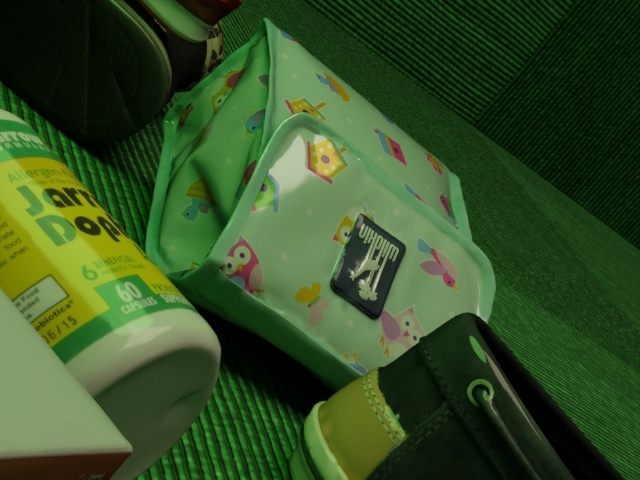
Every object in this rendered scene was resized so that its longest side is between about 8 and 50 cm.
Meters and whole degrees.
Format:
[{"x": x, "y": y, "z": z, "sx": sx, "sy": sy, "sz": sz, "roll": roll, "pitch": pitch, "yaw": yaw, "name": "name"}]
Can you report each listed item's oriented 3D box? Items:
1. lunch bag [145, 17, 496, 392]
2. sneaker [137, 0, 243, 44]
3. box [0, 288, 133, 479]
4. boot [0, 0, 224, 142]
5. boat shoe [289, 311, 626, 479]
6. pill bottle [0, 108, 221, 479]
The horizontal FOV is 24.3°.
[{"x": 0.000, "y": 0.000, "z": 1.051, "sx": 0.223, "sy": 0.160, "sz": 0.262, "roll": 38, "pitch": 25, "yaw": -25, "name": "lunch bag"}, {"x": -0.122, "y": -0.255, "z": 1.081, "sx": 0.221, "sy": 0.128, "sz": 0.087, "roll": 40, "pitch": 21, "yaw": -34, "name": "sneaker"}, {"x": -0.161, "y": 0.075, "z": 0.421, "sx": 0.091, "sy": 0.130, "sz": 0.170, "roll": 45, "pitch": 15, "yaw": 23, "name": "box"}, {"x": -0.234, "y": -0.245, "z": 1.223, "sx": 0.377, "sy": 0.138, "sz": 0.284, "roll": 45, "pitch": 15, "yaw": 1, "name": "boot"}, {"x": 0.212, "y": 0.227, "z": 0.907, "sx": 0.500, "sy": 0.156, "sz": 0.187, "roll": 39, "pitch": 12, "yaw": -11, "name": "boat shoe"}, {"x": -0.150, "y": 0.013, "z": 0.672, "sx": 0.208, "sy": 0.117, "sz": 0.117, "roll": 46, "pitch": 14, "yaw": 23, "name": "pill bottle"}]
